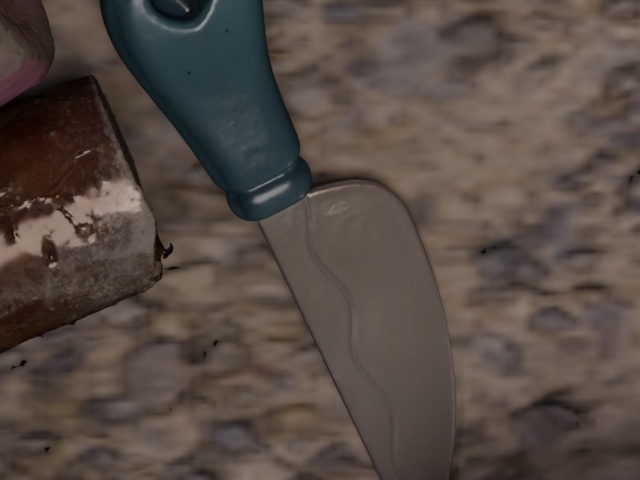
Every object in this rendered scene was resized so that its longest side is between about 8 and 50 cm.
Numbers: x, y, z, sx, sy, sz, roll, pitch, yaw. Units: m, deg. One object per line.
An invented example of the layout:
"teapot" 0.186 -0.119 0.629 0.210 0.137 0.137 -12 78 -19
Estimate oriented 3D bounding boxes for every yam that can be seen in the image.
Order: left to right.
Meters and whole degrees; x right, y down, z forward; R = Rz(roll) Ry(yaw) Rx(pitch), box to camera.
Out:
"yam" -0.120 0.007 0.585 0.141 0.079 0.079 -24 112 -1

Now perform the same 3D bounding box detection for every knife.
"knife" 0.002 -0.002 0.630 0.058 0.032 0.244 -33 116 -5

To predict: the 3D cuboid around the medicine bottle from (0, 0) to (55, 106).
"medicine bottle" -0.280 -0.026 0.471 0.388 0.219 0.219 -29 111 4
